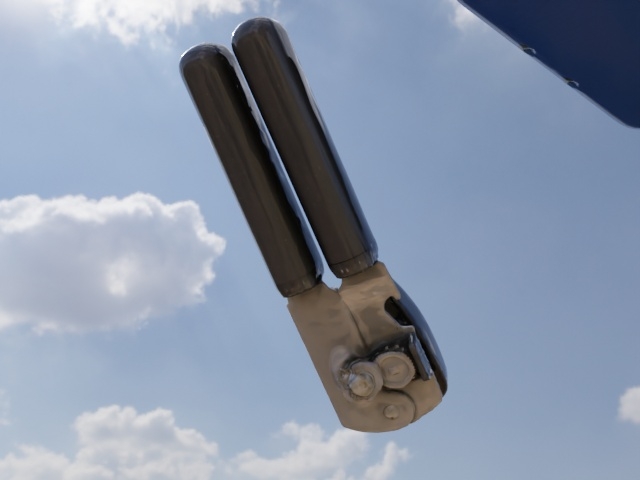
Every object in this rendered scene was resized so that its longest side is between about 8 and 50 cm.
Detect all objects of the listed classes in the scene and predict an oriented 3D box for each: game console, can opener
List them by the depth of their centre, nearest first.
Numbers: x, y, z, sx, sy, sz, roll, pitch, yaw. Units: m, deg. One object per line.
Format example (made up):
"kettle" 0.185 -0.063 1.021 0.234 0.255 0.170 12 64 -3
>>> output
"can opener" 0.000 0.000 0.433 0.074 0.093 0.281 -21 -75 17
"game console" 0.313 -0.240 0.578 0.293 0.173 0.250 25 -73 -27
